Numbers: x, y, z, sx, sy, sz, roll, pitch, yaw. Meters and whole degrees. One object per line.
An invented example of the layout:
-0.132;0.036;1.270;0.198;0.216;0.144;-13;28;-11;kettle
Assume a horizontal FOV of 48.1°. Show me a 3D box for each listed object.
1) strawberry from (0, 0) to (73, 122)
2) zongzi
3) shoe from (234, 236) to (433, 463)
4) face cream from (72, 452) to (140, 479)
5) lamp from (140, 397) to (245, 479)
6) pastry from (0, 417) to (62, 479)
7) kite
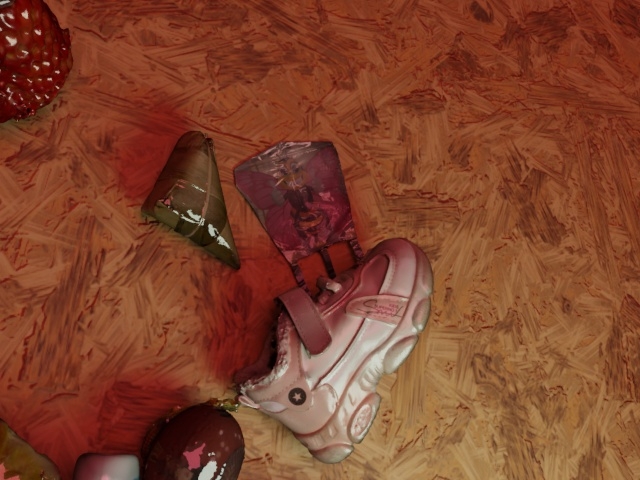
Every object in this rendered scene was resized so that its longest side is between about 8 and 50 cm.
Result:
-0.422;-0.262;0.925;0.205;0.244;0.205;7;75;-25;strawberry
-0.164;-0.066;1.093;0.176;0.078;0.160;33;64;-25;zongzi
0.022;0.132;1.051;0.198;0.172;0.351;30;74;-13;shoe
-0.268;0.428;0.851;0.080;0.163;0.337;4;73;-10;face cream
-0.177;0.290;0.952;0.135;0.157;0.156;20;109;16;lamp
-0.454;0.331;0.804;0.329;0.136;0.330;6;73;-22;pastry
0.002;-0.001;1.180;0.204;0.022;0.360;-21;85;-28;kite
